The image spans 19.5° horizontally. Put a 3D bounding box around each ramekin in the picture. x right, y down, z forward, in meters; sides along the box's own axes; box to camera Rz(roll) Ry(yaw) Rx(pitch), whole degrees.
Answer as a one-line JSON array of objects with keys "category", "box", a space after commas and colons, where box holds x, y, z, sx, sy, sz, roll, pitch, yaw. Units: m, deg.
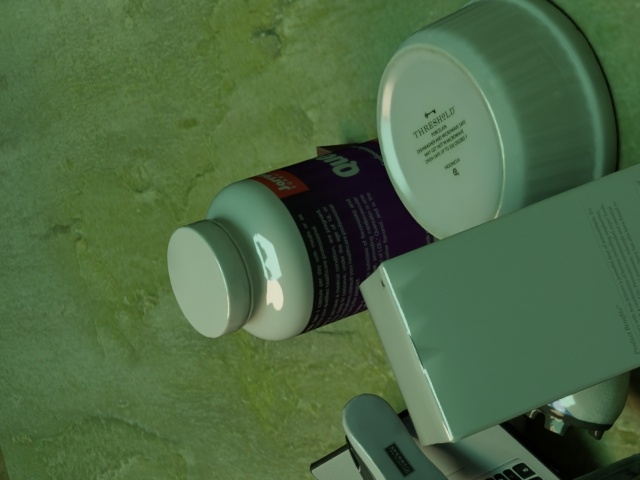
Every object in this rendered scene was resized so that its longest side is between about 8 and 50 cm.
[{"category": "ramekin", "box": [0.169, -0.113, 1.919, 0.273, 0.127, 0.273, 34, 133, 46]}]

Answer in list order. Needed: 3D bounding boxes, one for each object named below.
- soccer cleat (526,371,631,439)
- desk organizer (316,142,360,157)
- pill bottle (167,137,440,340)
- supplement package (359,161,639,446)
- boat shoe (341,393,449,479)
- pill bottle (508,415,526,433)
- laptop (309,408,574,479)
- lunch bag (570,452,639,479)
[{"category": "soccer cleat", "box": [0.215, 0.095, 1.992, 0.331, 0.116, 0.143, 28, 102, 49]}, {"category": "desk organizer", "box": [0.032, -0.053, 2.246, 0.050, 0.047, 0.130, 24, 125, 54]}, {"category": "pill bottle", "box": [0.000, 0.000, 2.055, 0.181, 0.323, 0.182, 32, 131, 46]}, {"category": "supplement package", "box": [0.208, 0.059, 1.749, 0.175, 0.293, 0.178, 127, 122, -80]}, {"category": "boat shoe", "box": [0.091, 0.275, 2.040, 0.228, 0.080, 0.076, 54, 162, 22]}, {"category": "pill bottle", "box": [0.168, 0.177, 2.120, 0.137, 0.078, 0.078, 48, 142, 33]}, {"category": "laptop", "box": [0.160, 0.417, 2.088, 0.408, 0.236, 0.382, 42, 147, -6]}, {"category": "lunch bag", "box": [0.284, 0.357, 1.834, 0.169, 0.287, 0.235, -14, 96, 56]}]
